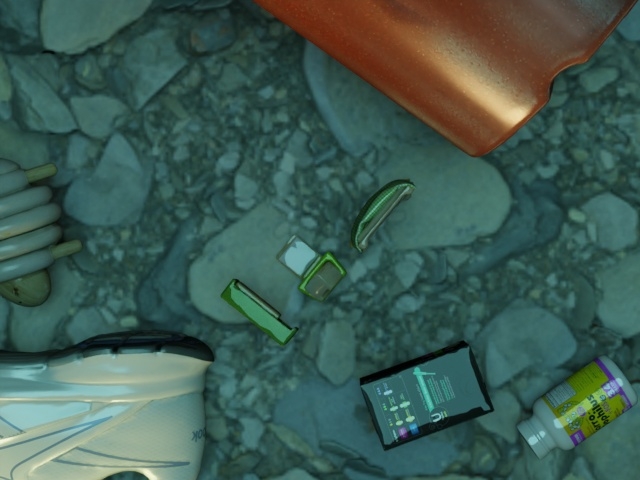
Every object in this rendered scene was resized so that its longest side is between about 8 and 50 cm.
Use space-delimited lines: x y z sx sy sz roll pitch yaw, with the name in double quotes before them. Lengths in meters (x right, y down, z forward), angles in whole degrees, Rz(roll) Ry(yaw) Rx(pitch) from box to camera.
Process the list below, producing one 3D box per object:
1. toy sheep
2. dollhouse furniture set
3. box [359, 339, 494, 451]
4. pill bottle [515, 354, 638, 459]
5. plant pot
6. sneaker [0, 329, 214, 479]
"toy sheep" -0.226 -0.015 1.036 0.091 0.091 0.132 -19 93 1
"dollhouse furniture set" 0.000 0.000 1.031 0.058 0.076 0.152 40 91 2
"box" 0.075 0.110 1.031 0.083 0.062 0.052 -21 89 2
"pill bottle" 0.183 0.122 1.036 0.083 0.043 0.043 -35 87 1
"plant pot" 0.070 -0.214 0.958 0.265 0.272 0.272 40 90 -6
"sneaker" -0.222 0.136 1.023 0.297 0.111 0.129 -3 94 3
